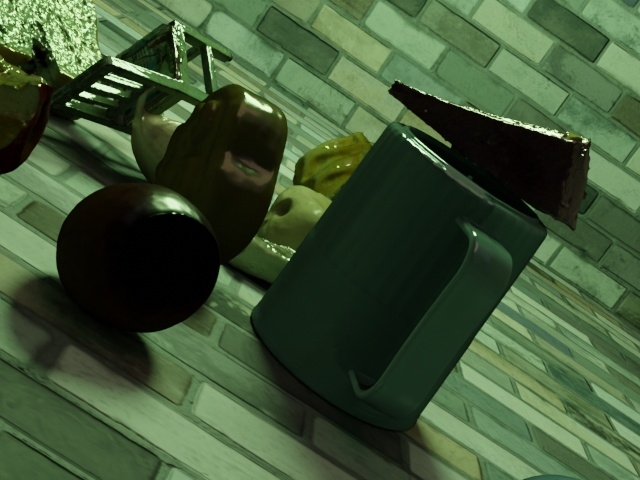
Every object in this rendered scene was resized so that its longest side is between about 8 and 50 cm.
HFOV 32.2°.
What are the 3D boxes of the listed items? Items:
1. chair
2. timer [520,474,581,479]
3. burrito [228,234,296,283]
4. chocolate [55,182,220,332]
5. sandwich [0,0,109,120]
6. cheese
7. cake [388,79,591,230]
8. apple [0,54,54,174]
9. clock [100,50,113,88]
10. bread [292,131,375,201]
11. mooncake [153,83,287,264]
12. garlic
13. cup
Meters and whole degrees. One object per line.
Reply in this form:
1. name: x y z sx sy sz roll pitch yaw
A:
1. chair: -0.258 -0.242 1.633 0.270 0.136 0.147 20 51 -47
2. timer: 0.211 0.310 1.032 0.175 0.175 0.255 38 14 14
3. burrito: -0.052 0.041 1.576 0.226 0.060 0.087 30 8 -15
4. chocolate: -0.193 0.017 1.128 0.176 0.177 0.177 33 12 -8
5. sandwich: -0.451 -0.314 1.650 0.273 0.095 0.249 24 40 -45
6. cheese: 0.000 0.000 1.742 0.218 0.117 0.235 41 10 31
7. cake: 0.221 -0.136 1.417 0.295 0.113 0.116 33 10 19
8. apple: -0.388 -0.148 1.229 0.158 0.147 0.156 23 47 -8
9. clock: -0.403 -0.305 1.972 0.110 0.050 0.152 36 12 5
10. bread: 0.074 -0.083 2.066 0.238 0.196 0.252 29 11 -29
11. mooncake: -0.146 -0.082 1.447 0.117 0.235 0.235 25 16 -28
12. garlic: -0.179 -0.124 1.627 0.245 0.164 0.145 13 26 -37
13. cup: 0.092 0.040 1.370 0.256 0.311 0.331 37 13 12
